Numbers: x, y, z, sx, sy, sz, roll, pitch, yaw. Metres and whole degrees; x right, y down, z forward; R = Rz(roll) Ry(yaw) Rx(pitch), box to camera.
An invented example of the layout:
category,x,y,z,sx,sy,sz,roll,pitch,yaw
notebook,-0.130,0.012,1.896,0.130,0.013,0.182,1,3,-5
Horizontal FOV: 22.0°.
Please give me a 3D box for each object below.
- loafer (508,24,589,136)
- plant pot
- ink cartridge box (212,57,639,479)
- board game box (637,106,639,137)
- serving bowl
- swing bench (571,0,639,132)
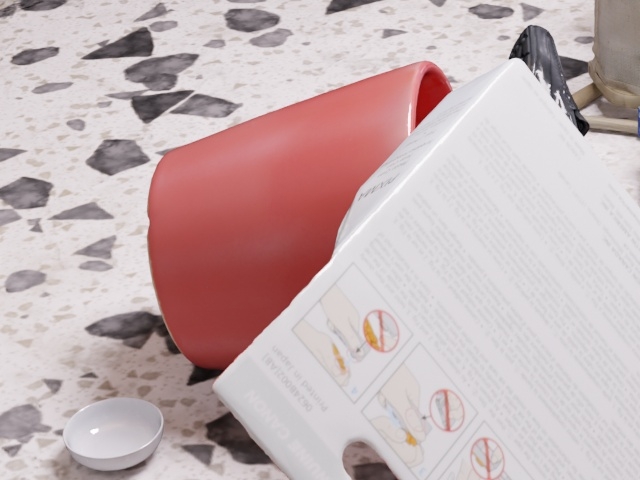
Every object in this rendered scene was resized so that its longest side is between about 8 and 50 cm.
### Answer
category,x,y,z,sx,sy,sz,roll,pitch,yaw
loafer,0.231,-0.118,1.663,0.078,0.076,0.223,9,58,-17
plant pot,0.000,0.000,1.399,0.243,0.275,0.275,-9,28,16
ink cartridge box,0.117,0.098,1.172,0.385,0.308,0.091,-46,12,-34
board game box,0.427,-0.102,1.612,0.201,0.035,0.136,-8,30,-3
serving bowl,-0.168,0.164,1.352,0.083,0.027,0.083,-5,29,3
swing bench,0.340,-0.271,1.784,0.165,0.253,0.254,9,34,25
